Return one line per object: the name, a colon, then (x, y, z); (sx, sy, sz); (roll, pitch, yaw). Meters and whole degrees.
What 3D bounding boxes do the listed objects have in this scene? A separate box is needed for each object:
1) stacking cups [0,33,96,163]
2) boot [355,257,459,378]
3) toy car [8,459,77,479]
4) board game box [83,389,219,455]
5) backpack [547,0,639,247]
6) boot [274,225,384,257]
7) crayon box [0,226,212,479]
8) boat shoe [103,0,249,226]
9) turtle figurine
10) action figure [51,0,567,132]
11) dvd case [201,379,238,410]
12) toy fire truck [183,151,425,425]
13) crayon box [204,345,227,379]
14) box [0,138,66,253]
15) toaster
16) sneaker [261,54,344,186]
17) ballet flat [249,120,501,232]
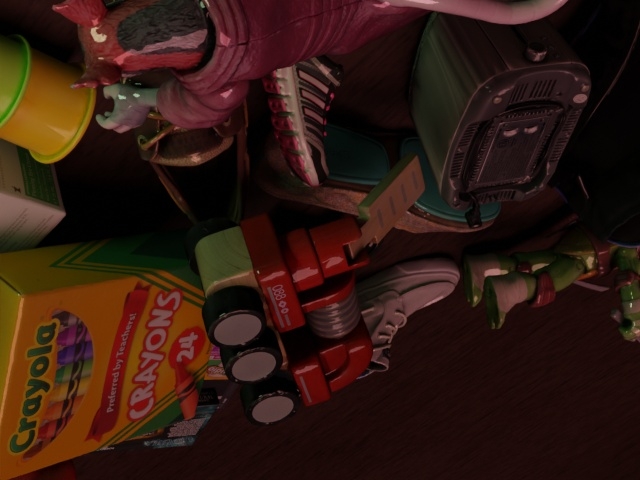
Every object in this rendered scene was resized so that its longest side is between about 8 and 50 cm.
stacking cups: (-0.321, -0.153, 0.793); (0.096, 0.096, 0.316); (-37, 144, 24)
boot: (0.076, 0.116, 1.372); (0.258, 0.123, 0.095); (-19, 147, -2)
toy car: (-0.394, 0.253, 1.307); (0.210, 0.219, 0.238); (6, 110, -33)
board game box: (-0.246, 0.252, 1.438); (0.186, 0.026, 0.126); (1, 143, -29)
backpack: (0.352, -0.131, 1.063); (0.213, 0.276, 0.263); (-6, 150, -44)
boot: (0.000, -0.001, 1.203); (0.099, 0.045, 0.121); (9, 164, -39)
crayon box: (-0.236, 0.107, 1.004); (0.318, 0.081, 0.202); (-11, 123, -50)
boat shoe: (-0.115, -0.119, 0.925); (0.123, 0.123, 0.342); (-14, 147, -9)
turtle figurine: (0.337, 0.078, 1.391); (0.266, 0.197, 0.274); (-9, 142, -9)
action figure: (-0.015, -0.163, 0.728); (0.370, 0.276, 0.248); (-34, 143, -39)
dvd case: (-0.213, 0.182, 1.402); (0.239, 0.029, 0.179); (2, 142, -29)
toy fire truck: (0.009, 0.038, 1.028); (0.246, 0.158, 0.217); (-19, 138, -2)
crayon box: (-0.154, 0.094, 1.257); (0.278, 0.081, 0.165); (3, 141, -31)
box: (-0.303, -0.043, 0.957); (0.102, 0.101, 0.087); (-41, 142, 26)
toaster: (0.166, -0.135, 1.030); (0.129, 0.146, 0.227); (-9, 145, -14)
sneaker: (-0.008, -0.134, 0.968); (0.075, 0.063, 0.170); (-20, 109, -17)
ballet flat: (0.057, -0.066, 1.139); (0.316, 0.107, 0.106); (16, 153, -35)
